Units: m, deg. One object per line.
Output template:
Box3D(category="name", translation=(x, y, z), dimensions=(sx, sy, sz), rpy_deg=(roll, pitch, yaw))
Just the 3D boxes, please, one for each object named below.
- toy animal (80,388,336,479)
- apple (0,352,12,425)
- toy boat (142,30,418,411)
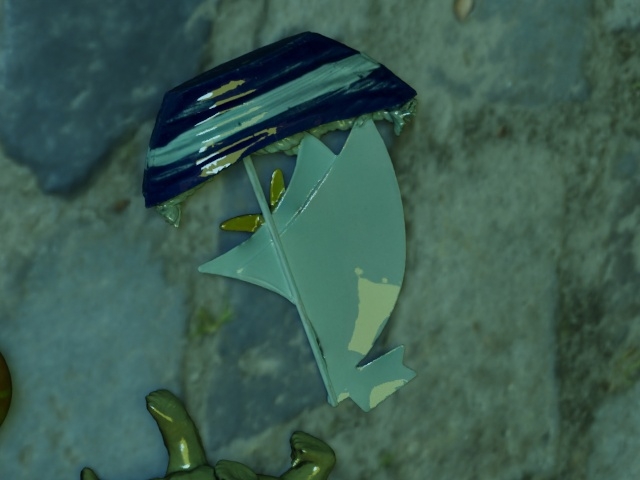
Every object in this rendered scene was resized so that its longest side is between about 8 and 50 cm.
Box3D(category="toy animal", translation=(-0.070, 0.191, 1.004), dimensions=(0.219, 0.103, 0.101), rpy_deg=(20, 112, -23))
Box3D(category="apple", translation=(-0.254, 0.101, 0.933), dimensions=(0.089, 0.074, 0.089), rpy_deg=(-1, 93, -20))
Box3D(category="toy boat", translation=(0.000, 0.000, 1.019), dimensions=(0.220, 0.067, 0.291), rpy_deg=(-26, 105, -15))
